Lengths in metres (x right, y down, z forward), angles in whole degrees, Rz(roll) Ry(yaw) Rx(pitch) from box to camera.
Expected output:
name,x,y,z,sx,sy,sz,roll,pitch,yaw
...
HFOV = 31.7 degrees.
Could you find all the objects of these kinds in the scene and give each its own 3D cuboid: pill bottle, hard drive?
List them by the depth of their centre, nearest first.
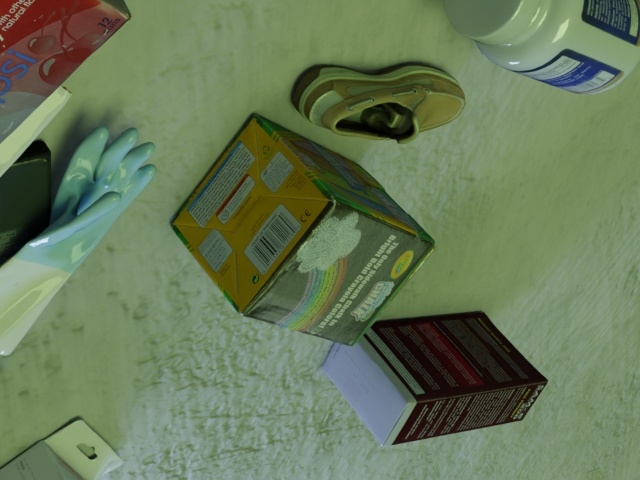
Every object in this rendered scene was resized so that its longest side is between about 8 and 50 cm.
name,x,y,z,sx,sy,sz,roll,pitch,yaw
hard drive,-0.255,-0.010,0.868,0.094,0.022,0.135,-16,138,-30
pill bottle,0.199,-0.200,1.001,0.187,0.112,0.112,8,122,-47

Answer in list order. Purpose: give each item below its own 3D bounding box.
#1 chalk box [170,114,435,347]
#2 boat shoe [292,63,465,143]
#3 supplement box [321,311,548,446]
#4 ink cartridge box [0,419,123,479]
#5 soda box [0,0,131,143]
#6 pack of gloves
name,x,y,z,sx,sy,sz,roll,pitch,yaw
chalk box,0.000,0.000,1.019,0.132,0.132,0.213,-51,144,13
boat shoe,0.066,-0.112,1.007,0.190,0.072,0.068,-8,133,-37
supplement box,0.135,0.156,1.306,0.239,0.130,0.073,-1,129,-40
ink cartridge box,-0.284,0.274,1.105,0.198,0.067,0.115,-36,144,-7
soda box,-0.245,-0.094,0.687,0.263,0.083,0.092,-39,151,19
pack of gloves,-0.232,-0.006,0.833,0.232,0.046,0.195,-50,144,12
